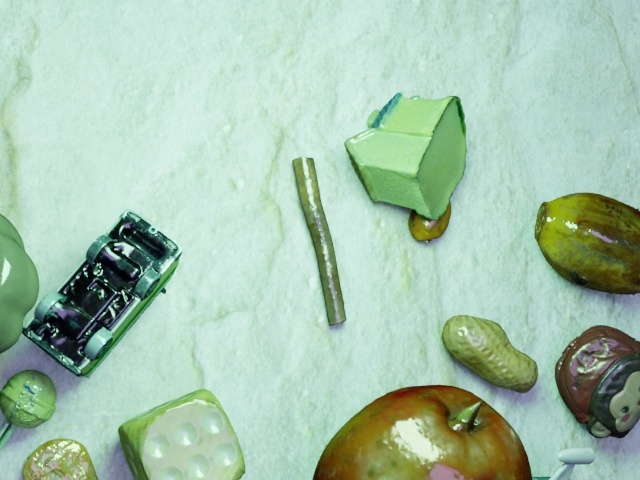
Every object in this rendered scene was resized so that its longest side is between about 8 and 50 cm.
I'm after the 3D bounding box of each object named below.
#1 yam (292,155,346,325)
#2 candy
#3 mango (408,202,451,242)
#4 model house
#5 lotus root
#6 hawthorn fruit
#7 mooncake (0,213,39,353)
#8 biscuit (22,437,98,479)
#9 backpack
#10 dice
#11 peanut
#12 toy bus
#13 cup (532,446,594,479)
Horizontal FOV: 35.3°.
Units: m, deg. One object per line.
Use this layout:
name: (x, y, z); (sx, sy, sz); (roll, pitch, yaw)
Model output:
yam: (0.000, 0.000, 1.928); (0.045, 0.045, 0.327); (-12, 85, 2)
candy: (-0.553, 0.364, 1.665); (0.093, 0.092, 0.335); (38, 79, -23)
mango: (0.223, -0.056, 2.005); (0.077, 0.063, 0.127); (25, 72, -4)
model house: (0.165, -0.175, 1.957); (0.189, 0.195, 0.214); (14, 65, 27)
lotus root: (0.567, 0.008, 2.066); (0.291, 0.193, 0.193); (20, 75, -18)
hawthorn fruit: (0.193, 0.419, 1.728); (0.402, 0.403, 0.403); (3, 80, -19)
mooncake: (-0.579, 0.077, 1.618); (0.275, 0.135, 0.275); (-8, 67, 18)
biscuit: (-0.422, 0.458, 1.711); (0.118, 0.029, 0.247); (-20, 88, -21)
backpack: (0.580, 0.276, 2.040); (0.229, 0.139, 0.229); (-1, 98, -10)
dice: (-0.238, 0.359, 1.717); (0.169, 0.169, 0.166); (-23, 89, -21)
peanut: (0.337, 0.221, 1.980); (0.226, 0.095, 0.108); (37, 75, -11)
toy bus: (-0.366, 0.098, 1.720); (0.133, 0.165, 0.276); (37, 70, 5)
cup: (0.470, 0.536, 1.945); (0.173, 0.167, 0.300); (5, 106, -28)
